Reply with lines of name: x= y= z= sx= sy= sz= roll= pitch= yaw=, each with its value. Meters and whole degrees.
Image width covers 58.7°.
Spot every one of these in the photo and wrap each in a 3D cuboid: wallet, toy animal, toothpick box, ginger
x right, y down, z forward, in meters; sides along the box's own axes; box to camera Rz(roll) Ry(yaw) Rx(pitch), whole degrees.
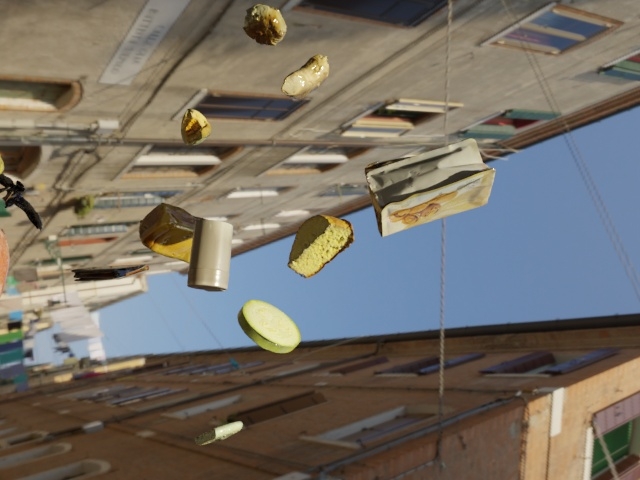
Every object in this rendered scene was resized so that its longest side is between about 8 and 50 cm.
wallet: x=-0.663 y=0.103 z=1.803 sx=0.161 sy=0.195 sz=0.041 roll=-2 pitch=-89 yaw=11
toy animal: x=-0.806 y=-0.117 z=1.494 sx=0.220 sy=0.062 sz=0.108 roll=48 pitch=-27 yaw=-2
toothpick box: x=-0.300 y=0.043 z=1.551 sx=0.111 sy=0.111 sz=0.180 roll=-15 pitch=-112 yaw=54
ginger: x=-0.041 y=-0.418 z=1.474 sx=0.069 sy=0.190 sz=0.095 roll=33 pitch=-34 yaw=17

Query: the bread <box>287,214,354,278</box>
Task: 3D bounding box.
bread: x=-0.005 y=-0.003 z=1.882 sx=0.260 sy=0.129 sz=0.134 roll=-46 pitch=-141 yaw=25

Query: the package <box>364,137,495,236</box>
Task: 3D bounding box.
package: x=0.285 y=-0.154 z=1.534 sx=0.221 sy=0.311 sz=0.165 roll=70 pitch=3 yaw=-66

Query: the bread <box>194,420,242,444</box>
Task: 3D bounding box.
bread: x=-0.275 y=0.544 z=1.608 sx=0.193 sy=0.112 sz=0.036 roll=-40 pitch=-116 yaw=52

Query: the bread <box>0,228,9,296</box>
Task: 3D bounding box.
bread: x=-0.844 y=0.066 z=1.370 sx=0.190 sy=0.123 sz=0.244 roll=-22 pitch=-109 yaw=10

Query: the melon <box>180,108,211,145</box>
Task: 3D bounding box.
melon: x=-0.523 y=-0.461 z=2.388 sx=0.128 sy=0.079 sz=0.160 roll=-38 pitch=-111 yaw=27

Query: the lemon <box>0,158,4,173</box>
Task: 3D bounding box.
lemon: x=-0.879 y=-0.186 z=1.213 sx=0.336 sy=0.336 sz=0.335 roll=11 pitch=-76 yaw=53

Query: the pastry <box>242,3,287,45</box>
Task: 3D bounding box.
pastry: x=-0.189 y=-0.730 z=1.936 sx=0.153 sy=0.153 sz=0.081 roll=-27 pitch=-130 yaw=52

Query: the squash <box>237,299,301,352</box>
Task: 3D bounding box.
squash: x=-0.188 y=0.320 z=2.097 sx=0.049 sy=0.252 sz=0.252 roll=-54 pitch=-130 yaw=18

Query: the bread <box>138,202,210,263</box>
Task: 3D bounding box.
bread: x=-0.483 y=-0.012 z=1.999 sx=0.167 sy=0.294 sz=0.132 roll=-44 pitch=-134 yaw=18
